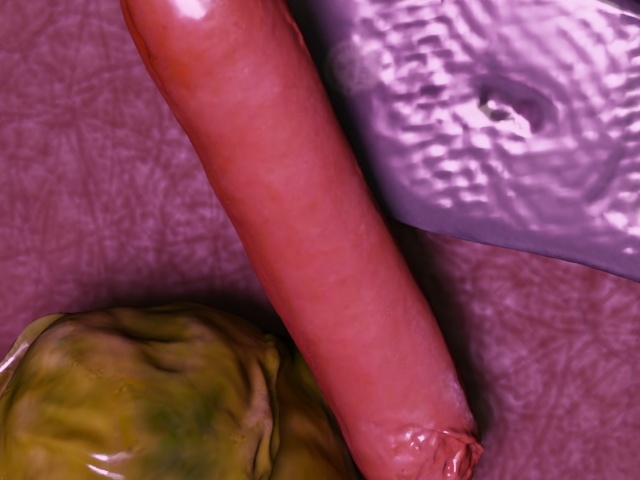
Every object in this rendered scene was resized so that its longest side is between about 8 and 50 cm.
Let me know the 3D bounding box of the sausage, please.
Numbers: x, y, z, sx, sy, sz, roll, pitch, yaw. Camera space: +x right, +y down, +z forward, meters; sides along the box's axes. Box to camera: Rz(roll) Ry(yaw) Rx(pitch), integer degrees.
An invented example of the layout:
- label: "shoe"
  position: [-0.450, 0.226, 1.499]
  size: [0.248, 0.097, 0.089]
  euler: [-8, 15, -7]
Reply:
- label: "sausage"
  position: [0.000, 0.000, 0.970]
  size: [0.094, 0.094, 0.419]
  euler: [-8, 122, 33]

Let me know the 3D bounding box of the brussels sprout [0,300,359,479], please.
- label: "brussels sprout"
  position: [-0.098, 0.167, 1.001]
  size: [0.227, 0.294, 0.259]
  euler: [-4, 95, 22]

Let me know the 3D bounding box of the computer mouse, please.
- label: "computer mouse"
  position: [0.150, -0.084, 0.998]
  size: [0.371, 0.122, 0.188]
  euler: [21, 114, 12]
